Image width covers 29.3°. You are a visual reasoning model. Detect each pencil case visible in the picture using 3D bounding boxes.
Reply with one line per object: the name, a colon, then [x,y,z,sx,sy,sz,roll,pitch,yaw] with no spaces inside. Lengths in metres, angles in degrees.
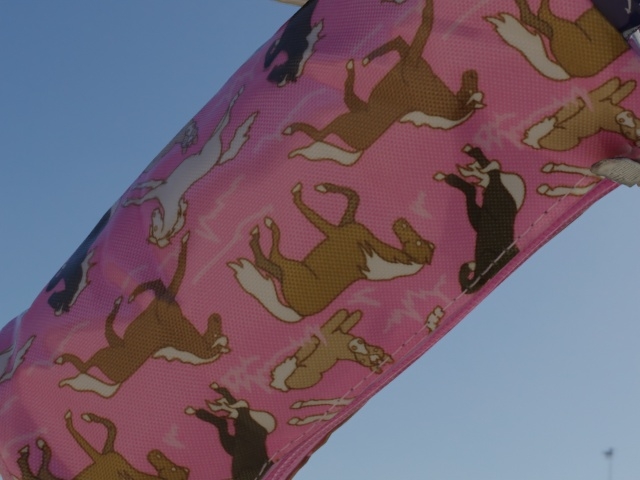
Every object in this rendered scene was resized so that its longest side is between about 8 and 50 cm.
pencil case: [0.000,0.000,0.603,0.386,0.167,0.160,-43,-57,15]

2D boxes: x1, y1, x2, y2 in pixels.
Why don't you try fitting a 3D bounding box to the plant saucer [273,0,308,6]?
plant saucer: [0.033,-0.352,0.826,0.400,0.401,0.100,17,11,-26]
